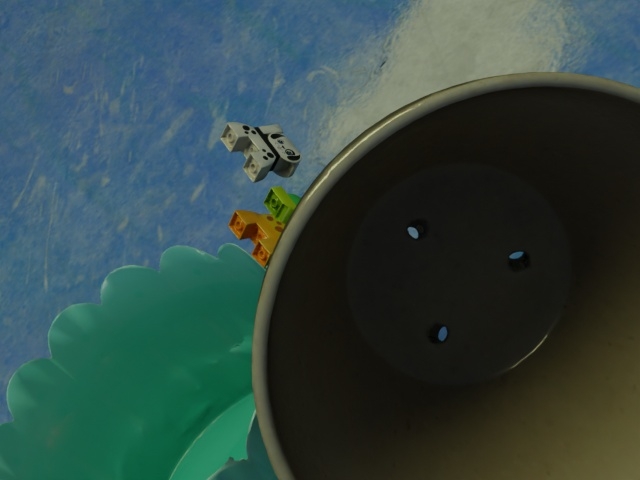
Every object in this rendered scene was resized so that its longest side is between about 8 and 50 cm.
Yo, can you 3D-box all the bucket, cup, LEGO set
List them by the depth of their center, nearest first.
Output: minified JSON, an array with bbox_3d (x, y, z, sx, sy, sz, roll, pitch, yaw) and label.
[{"bbox_3d":[0.113,0.046,0.942,0.331,0.331,0.237,-41,12,3],"label":"cup"},{"bbox_3d":[-0.092,0.160,1.080,0.281,0.183,0.281,-24,42,24],"label":"bucket"},{"bbox_3d":[0.000,0.000,1.228,0.227,0.093,0.087,52,132,26],"label":"LEGO set"}]
